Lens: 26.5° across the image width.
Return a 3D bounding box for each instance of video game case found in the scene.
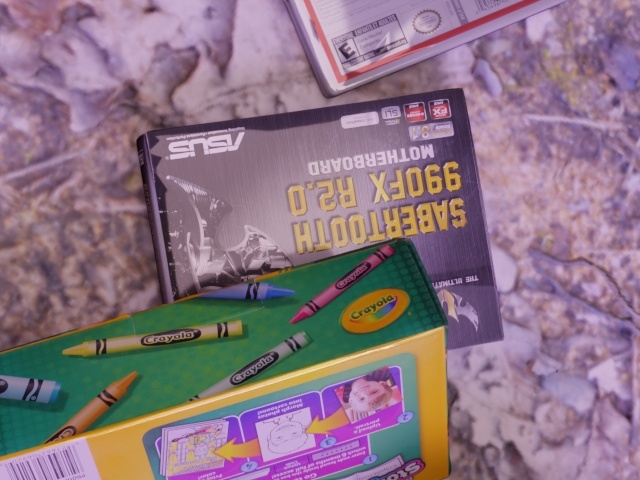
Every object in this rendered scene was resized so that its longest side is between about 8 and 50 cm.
[{"bbox_3d":[0.040,-0.270,0.981,0.204,0.025,0.285,-24,94,-14],"label":"video game case"}]

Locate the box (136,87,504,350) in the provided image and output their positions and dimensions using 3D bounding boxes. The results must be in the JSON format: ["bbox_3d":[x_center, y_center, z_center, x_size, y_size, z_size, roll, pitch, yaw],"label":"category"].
[{"bbox_3d":[0.000,0.000,0.943,0.231,0.056,0.183,-9,89,-15],"label":"box"}]

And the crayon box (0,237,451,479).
[{"bbox_3d":[-0.060,0.114,0.846,0.278,0.165,0.081,-16,49,-8],"label":"crayon box"}]
